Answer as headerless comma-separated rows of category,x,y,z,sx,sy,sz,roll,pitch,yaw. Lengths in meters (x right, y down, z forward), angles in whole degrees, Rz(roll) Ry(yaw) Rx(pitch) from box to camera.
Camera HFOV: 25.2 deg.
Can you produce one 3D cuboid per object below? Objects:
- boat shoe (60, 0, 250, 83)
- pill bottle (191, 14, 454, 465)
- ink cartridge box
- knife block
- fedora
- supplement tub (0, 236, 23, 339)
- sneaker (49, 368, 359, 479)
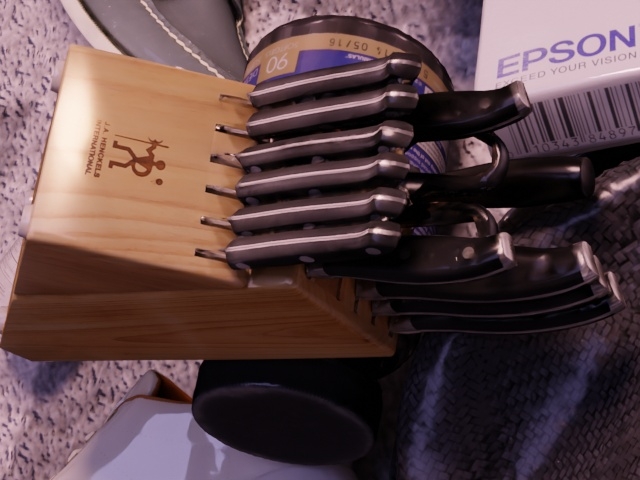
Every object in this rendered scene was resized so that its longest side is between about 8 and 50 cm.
boat shoe,-0.107,-0.180,0.926,0.099,0.116,0.319,-48,49,15
pill bottle,0.000,0.000,0.758,0.122,0.123,0.219,-9,53,31
ink cartridge box,0.188,-0.142,0.684,0.223,0.045,0.224,-11,42,20
knife block,-0.011,0.004,0.638,0.276,0.242,0.088,132,149,-66
fedora,0.141,0.077,0.647,0.334,0.152,0.334,-11,68,30
supplement tub,-0.166,0.018,0.922,0.107,0.071,0.071,-51,54,7
sneaker,-0.115,0.152,0.830,0.290,0.106,0.123,-22,59,13
